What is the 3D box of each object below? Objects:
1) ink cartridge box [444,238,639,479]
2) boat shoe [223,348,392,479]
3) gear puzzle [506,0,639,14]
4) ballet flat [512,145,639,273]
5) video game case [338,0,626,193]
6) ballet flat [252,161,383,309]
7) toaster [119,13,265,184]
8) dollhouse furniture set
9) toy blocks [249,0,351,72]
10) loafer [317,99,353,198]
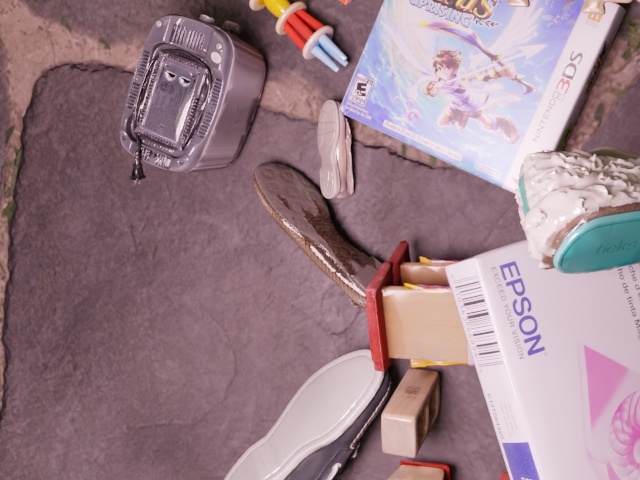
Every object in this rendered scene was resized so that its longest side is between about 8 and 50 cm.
[{"bbox_3d":[0.320,0.136,1.204,0.071,0.330,0.324,-23,84,62],"label":"ink cartridge box"},{"bbox_3d":[-0.007,0.262,1.459,0.302,0.091,0.114,-44,34,20],"label":"boat shoe"},{"bbox_3d":[0.252,-0.326,1.177,0.339,0.044,0.175,11,99,24],"label":"gear puzzle"},{"bbox_3d":[0.373,-0.044,1.171,0.147,0.409,0.147,-8,81,61],"label":"ballet flat"},{"bbox_3d":[0.187,-0.213,1.359,0.269,0.061,0.244,27,102,18],"label":"video game case"},{"bbox_3d":[0.000,0.000,1.450,0.250,0.084,0.058,45,140,10],"label":"ballet flat"},{"bbox_3d":[-0.160,-0.174,1.455,0.129,0.146,0.227,22,101,20],"label":"toaster"},{"bbox_3d":[0.181,0.196,1.368,0.201,0.152,0.374,2,112,21],"label":"dollhouse furniture set"},{"bbox_3d":[-0.001,-0.296,1.432,0.148,0.054,0.123,44,108,14],"label":"toy blocks"},{"bbox_3d":[0.022,-0.116,1.450,0.045,0.039,0.125,2,92,55],"label":"loafer"}]
